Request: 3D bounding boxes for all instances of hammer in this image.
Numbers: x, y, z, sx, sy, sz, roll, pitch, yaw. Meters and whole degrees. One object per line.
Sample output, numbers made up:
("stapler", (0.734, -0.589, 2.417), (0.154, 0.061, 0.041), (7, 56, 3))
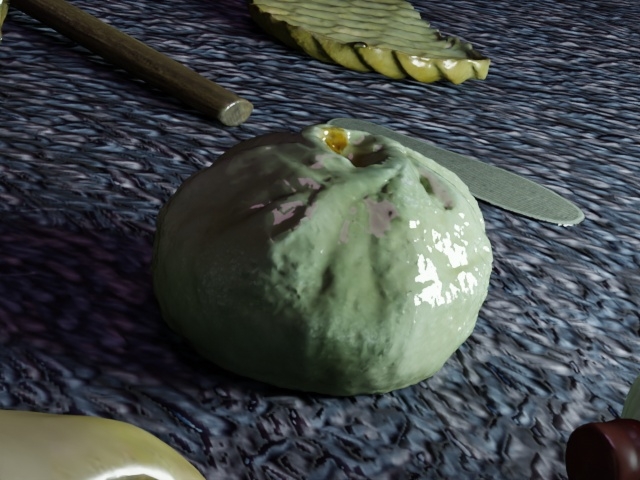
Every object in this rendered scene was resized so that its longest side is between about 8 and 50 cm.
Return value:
("hammer", (-0.187, -0.170, 1.339), (0.111, 0.043, 0.365), (-10, 32, -46))

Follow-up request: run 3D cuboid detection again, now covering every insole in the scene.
("insole", (0.102, -0.056, 1.240), (0.232, 0.003, 0.080), (25, 25, 31))

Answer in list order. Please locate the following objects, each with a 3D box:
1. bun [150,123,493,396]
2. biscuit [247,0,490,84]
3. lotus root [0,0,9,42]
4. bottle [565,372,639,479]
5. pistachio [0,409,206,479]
("bun", (0.000, 0.000, 0.896), (0.196, 0.118, 0.195), (10, 25, -5))
("biscuit", (0.024, -0.203, 1.525), (0.187, 0.036, 0.273), (3, 23, -22))
("lotus root", (-0.354, -0.205, 1.169), (0.275, 0.160, 0.152), (17, 32, 13))
("bottle", (0.223, 0.100, 0.776), (0.245, 0.104, 0.104), (-1, 25, -29))
("pistachio", (-0.150, 0.129, 0.457), (0.288, 0.197, 0.166), (11, 62, -34))
